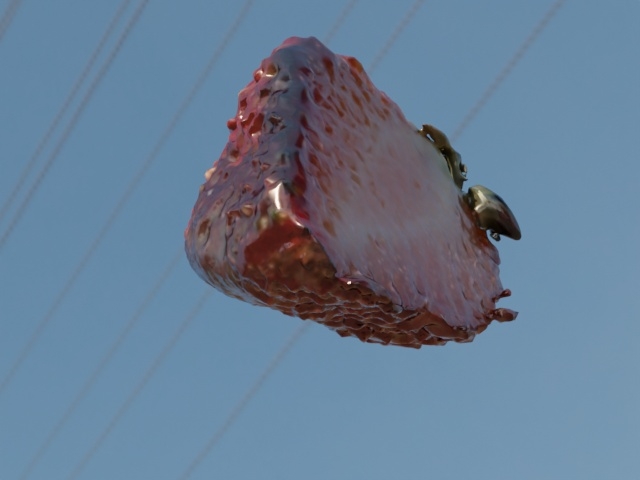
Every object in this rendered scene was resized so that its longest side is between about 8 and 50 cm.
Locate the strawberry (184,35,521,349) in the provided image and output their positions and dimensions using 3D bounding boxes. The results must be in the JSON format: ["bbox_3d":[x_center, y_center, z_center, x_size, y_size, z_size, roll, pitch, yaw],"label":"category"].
[{"bbox_3d":[-0.003,-0.006,0.885,0.107,0.175,0.236,-37,-25,22],"label":"strawberry"}]
